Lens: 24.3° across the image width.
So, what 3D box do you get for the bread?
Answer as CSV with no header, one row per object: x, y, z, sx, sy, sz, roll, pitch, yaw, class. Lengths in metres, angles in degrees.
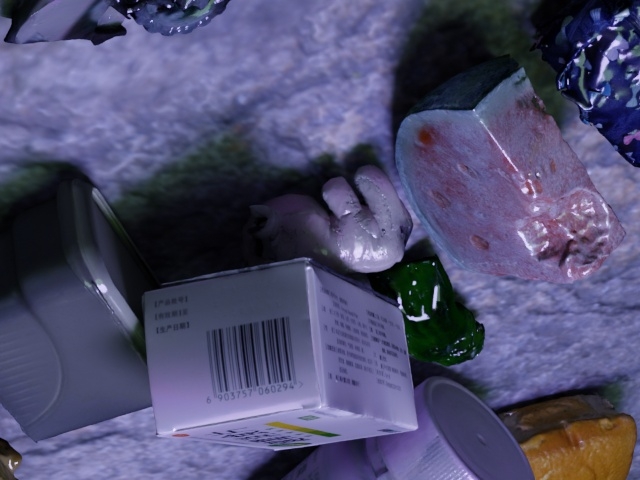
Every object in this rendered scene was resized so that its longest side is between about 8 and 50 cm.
0.301,0.294,1.996,0.246,0.121,0.174,-9,140,-17,bread

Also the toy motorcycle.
-0.177,-0.245,1.112,0.327,0.143,0.188,3,134,-41,toy motorcycle

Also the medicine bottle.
0.091,0.333,1.827,0.302,0.241,0.241,-42,138,20,medicine bottle

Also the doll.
0.000,0.000,1.516,0.192,0.095,0.149,-13,153,-10,doll

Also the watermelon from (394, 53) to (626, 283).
0.202,-0.073,1.464,0.148,0.226,0.318,-46,157,-17,watermelon

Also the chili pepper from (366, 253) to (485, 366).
0.123,0.083,1.707,0.098,0.061,0.224,-26,144,12,chili pepper

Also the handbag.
0.325,-0.178,1.480,0.162,0.113,0.260,-36,142,23,handbag

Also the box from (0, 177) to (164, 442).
-0.251,0.081,1.450,0.178,0.138,0.274,-21,139,6,box

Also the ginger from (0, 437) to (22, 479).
-0.454,0.227,1.358,0.414,0.211,0.358,2,153,-17,ginger

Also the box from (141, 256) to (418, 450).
-0.030,0.124,1.495,0.173,0.145,0.333,-10,167,17,box
